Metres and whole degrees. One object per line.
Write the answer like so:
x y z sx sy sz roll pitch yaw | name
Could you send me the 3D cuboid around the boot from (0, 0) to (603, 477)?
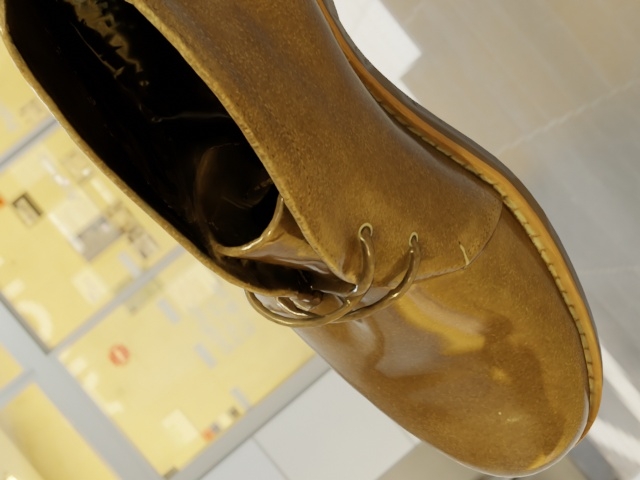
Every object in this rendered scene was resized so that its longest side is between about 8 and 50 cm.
0.000 0.000 0.443 0.305 0.112 0.115 50 -154 -28 | boot
